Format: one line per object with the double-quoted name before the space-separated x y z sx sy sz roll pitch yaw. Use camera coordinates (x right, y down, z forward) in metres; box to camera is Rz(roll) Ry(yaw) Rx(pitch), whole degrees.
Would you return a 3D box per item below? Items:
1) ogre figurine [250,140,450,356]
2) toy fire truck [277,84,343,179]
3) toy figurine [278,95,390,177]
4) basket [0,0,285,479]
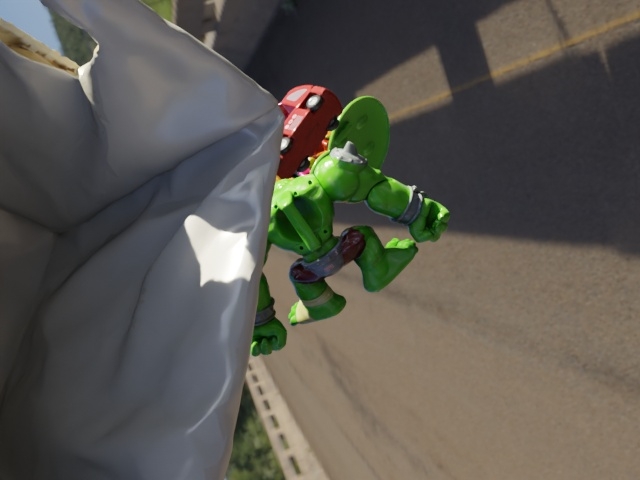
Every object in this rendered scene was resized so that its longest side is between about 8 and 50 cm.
"ogre figurine" 0.000 0.000 0.699 0.118 0.197 0.097 55 -158 -23
"toy fire truck" -0.072 -0.107 1.012 0.135 0.192 0.047 21 162 45
"toy figurine" -0.018 -0.132 1.152 0.159 0.173 0.130 20 145 36
"basket" -0.234 0.014 0.458 0.328 0.266 0.332 31 -125 -35
